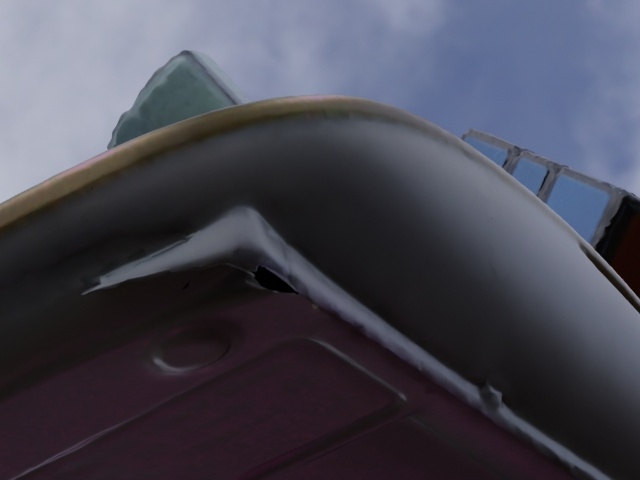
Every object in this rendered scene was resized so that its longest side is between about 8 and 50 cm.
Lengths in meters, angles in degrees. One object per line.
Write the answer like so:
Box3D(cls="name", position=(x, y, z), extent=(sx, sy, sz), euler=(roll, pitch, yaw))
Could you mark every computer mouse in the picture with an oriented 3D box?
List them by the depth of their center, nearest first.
Box3D(cls="computer mouse", position=(0.004, 0.054, 0.447), extent=(0.158, 0.072, 0.310), euler=(-28, -35, 19))

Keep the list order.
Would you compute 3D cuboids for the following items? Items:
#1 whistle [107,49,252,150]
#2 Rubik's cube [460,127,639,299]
Box3D(cls="whistle", position=(0.000, 0.000, 1.216), extent=(0.163, 0.289, 0.163), euler=(-37, -19, -15))
Box3D(cls="Rubik's cube", position=(0.234, 0.096, 1.545), extent=(0.293, 0.288, 0.283), euler=(27, -88, -26))
